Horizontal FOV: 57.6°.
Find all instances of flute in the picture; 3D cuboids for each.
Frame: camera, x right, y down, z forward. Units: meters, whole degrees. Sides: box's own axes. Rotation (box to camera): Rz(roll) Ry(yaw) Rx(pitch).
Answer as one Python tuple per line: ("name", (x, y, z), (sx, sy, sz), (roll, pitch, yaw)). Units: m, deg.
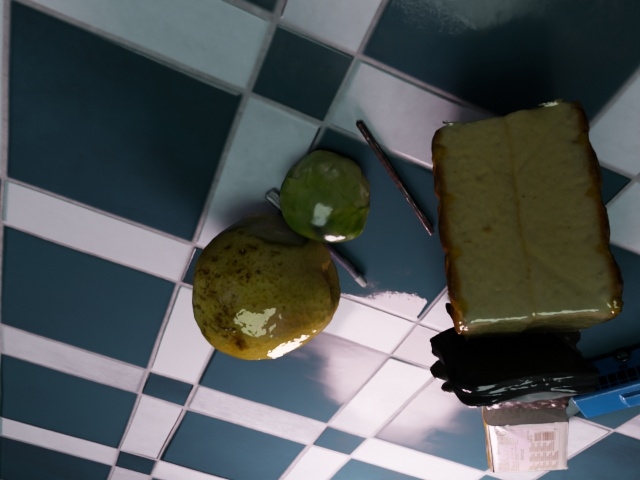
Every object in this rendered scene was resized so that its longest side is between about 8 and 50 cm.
("flute", (0.132, -0.101, 0.996), (0.014, 0.014, 0.269), (-22, 127, 26))

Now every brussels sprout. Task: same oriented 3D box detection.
("brussels sprout", (0.006, -0.063, 0.975), (0.152, 0.122, 0.149), (-12, 133, 20))

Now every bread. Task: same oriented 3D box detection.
("bread", (0.276, -0.008, 0.825), (0.207, 0.279, 0.279), (-8, 167, 13))

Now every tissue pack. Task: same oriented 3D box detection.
("tissue pack", (0.482, 0.443, 1.380), (0.185, 0.124, 0.225), (-6, 132, 15))

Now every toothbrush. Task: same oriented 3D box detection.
("toothbrush", (0.000, 0.000, 1.104), (0.026, 0.024, 0.288), (-37, 119, 18))

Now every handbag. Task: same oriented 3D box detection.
("handbag", (0.282, 0.182, 0.906), (0.192, 0.332, 0.075), (-9, 92, 3))

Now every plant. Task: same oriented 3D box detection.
("plant", (0.358, 0.231, 1.151), (0.276, 0.199, 0.188), (10, 140, 2))

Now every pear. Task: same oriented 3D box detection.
("pear", (-0.096, 0.090, 1.046), (0.271, 0.271, 0.271), (4, 133, 4))

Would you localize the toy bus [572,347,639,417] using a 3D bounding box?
("toy bus", (0.633, 0.303, 1.240), (0.185, 0.106, 0.090), (-27, 121, 29))
